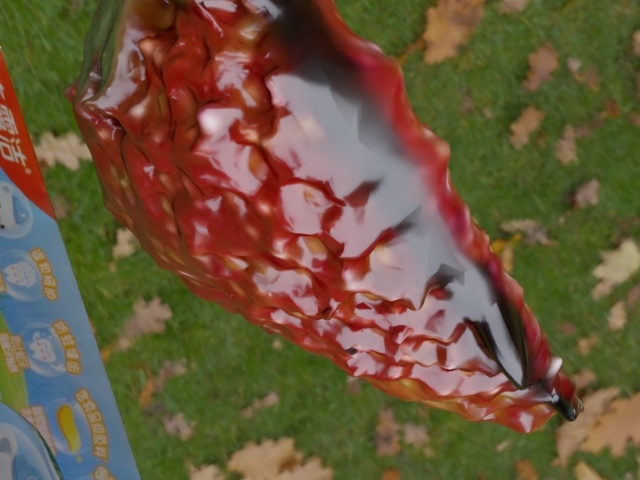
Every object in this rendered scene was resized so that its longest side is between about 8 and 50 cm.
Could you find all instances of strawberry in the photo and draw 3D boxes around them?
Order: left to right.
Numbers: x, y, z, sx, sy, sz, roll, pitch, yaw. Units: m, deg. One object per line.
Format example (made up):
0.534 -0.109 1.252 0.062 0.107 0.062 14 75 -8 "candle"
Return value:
0.000 0.000 0.599 0.137 0.233 0.306 -32 112 2 "strawberry"

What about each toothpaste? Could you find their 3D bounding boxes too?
-0.093 0.027 0.419 0.044 0.193 0.070 -2 152 -42 "toothpaste"
